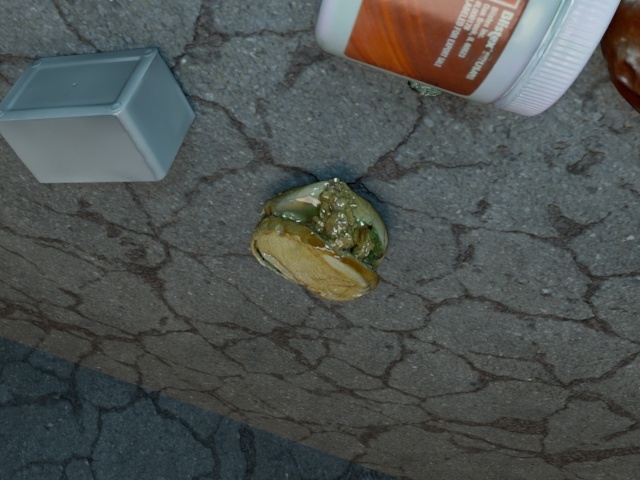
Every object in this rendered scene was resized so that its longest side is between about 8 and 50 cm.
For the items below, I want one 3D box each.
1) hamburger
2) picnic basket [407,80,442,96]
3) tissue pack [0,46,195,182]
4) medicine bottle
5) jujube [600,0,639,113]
[{"bbox_3d":[0.000,0.000,1.215,0.243,0.146,0.286,16,153,10],"label":"hamburger"},{"bbox_3d":[0.145,-0.232,0.895,0.065,0.083,0.083,14,-169,1],"label":"picnic basket"},{"bbox_3d":[-0.350,-0.193,1.056,0.246,0.159,0.136,2,143,20],"label":"tissue pack"},{"bbox_3d":[0.139,-0.273,0.656,0.241,0.252,0.252,18,146,-2],"label":"medicine bottle"},{"bbox_3d":[0.438,-0.197,0.709,0.318,0.223,0.223,28,145,-32],"label":"jujube"}]
